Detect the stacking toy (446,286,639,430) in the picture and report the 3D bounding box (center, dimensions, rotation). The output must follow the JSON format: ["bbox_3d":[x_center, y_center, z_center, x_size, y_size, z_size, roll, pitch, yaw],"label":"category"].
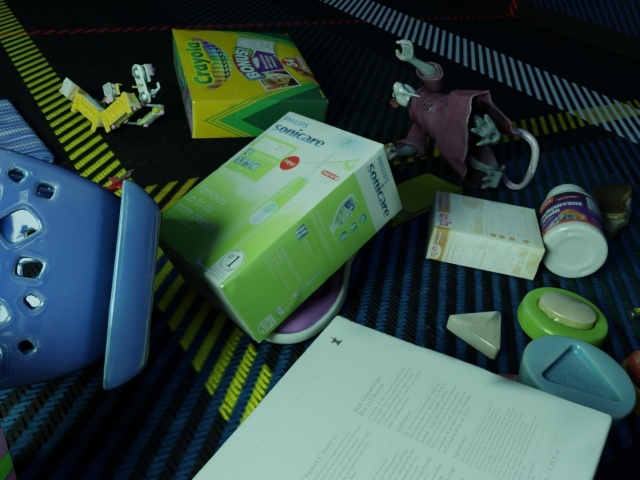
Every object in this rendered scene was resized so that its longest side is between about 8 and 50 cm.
[{"bbox_3d":[0.351,0.130,0.766,0.308,0.131,0.279,-8,37,-24],"label":"stacking toy"}]

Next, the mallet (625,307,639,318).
[{"bbox_3d":[0.585,0.103,0.944,0.189,0.039,0.062,-1,36,-7],"label":"mallet"}]

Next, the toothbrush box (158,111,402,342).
[{"bbox_3d":[-0.062,-0.033,0.795,0.283,0.122,0.206,-41,44,-19],"label":"toothbrush box"}]

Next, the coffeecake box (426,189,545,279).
[{"bbox_3d":[0.288,-0.014,1.020,0.185,0.068,0.142,12,34,5],"label":"coffeecake box"}]

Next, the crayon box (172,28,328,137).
[{"bbox_3d":[-0.187,-0.397,1.415,0.312,0.106,0.363,-5,44,-20],"label":"crayon box"}]

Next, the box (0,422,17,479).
[{"bbox_3d":[-0.330,0.217,0.389,0.117,0.243,0.214,13,33,8],"label":"box"}]

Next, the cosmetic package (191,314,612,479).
[{"bbox_3d":[0.033,0.247,0.463,0.284,0.098,0.377,18,43,31],"label":"cosmetic package"}]

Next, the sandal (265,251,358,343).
[{"bbox_3d":[-0.015,-0.004,0.908,0.169,0.102,0.416,15,36,13],"label":"sandal"}]

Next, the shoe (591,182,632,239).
[{"bbox_3d":[0.603,-0.067,1.187,0.076,0.058,0.219,3,24,30],"label":"shoe"}]

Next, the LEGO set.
[{"bbox_3d":[-0.449,-0.303,1.267,0.286,0.132,0.107,2,8,34],"label":"LEGO set"}]

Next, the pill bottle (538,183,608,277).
[{"bbox_3d":[0.454,-0.027,1.040,0.108,0.108,0.193,15,34,10],"label":"pill bottle"}]

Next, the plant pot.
[{"bbox_3d":[-0.285,0.040,0.613,0.212,0.236,0.236,6,-7,-16],"label":"plant pot"}]

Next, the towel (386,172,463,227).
[{"bbox_3d":[0.184,-0.089,1.154,0.237,0.021,0.102,-24,46,-39],"label":"towel"}]

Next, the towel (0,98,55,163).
[{"bbox_3d":[-0.697,-0.207,1.125,0.243,0.040,0.336,-18,42,-35],"label":"towel"}]

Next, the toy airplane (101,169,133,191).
[{"bbox_3d":[-0.393,-0.092,1.027,0.151,0.028,0.151,7,34,-5],"label":"toy airplane"}]

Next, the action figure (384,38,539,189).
[{"bbox_3d":[0.284,-0.285,1.266,0.275,0.248,0.370,0,31,-27],"label":"action figure"}]
